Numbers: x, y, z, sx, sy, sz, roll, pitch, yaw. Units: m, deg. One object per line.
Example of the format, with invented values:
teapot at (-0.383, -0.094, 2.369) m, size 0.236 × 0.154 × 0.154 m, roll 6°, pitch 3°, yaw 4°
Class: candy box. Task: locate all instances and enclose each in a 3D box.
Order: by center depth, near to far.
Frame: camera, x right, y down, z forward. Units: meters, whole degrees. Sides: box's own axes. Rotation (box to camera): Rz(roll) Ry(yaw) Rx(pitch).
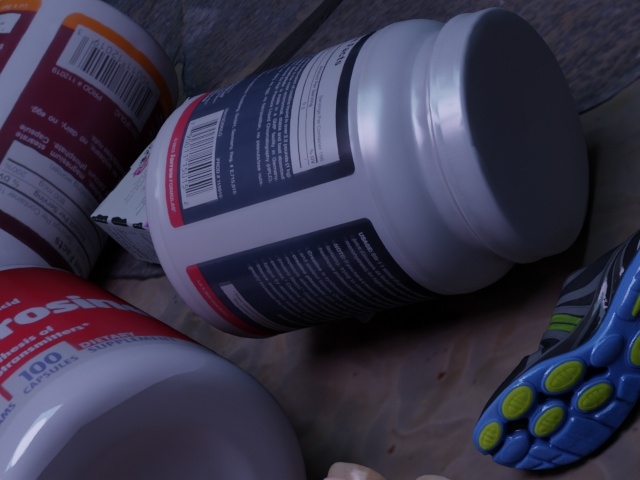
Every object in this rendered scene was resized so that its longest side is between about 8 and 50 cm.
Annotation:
candy box at (-0.095, -0.052, 1.286) m, size 0.159 × 0.071 × 0.233 m, roll -52°, pitch 27°, yaw -15°

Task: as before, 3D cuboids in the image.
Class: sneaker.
sneaker at (0.166, 0.063, 0.865) m, size 0.188 × 0.067 × 0.078 m, roll -50°, pitch 9°, yaw 1°

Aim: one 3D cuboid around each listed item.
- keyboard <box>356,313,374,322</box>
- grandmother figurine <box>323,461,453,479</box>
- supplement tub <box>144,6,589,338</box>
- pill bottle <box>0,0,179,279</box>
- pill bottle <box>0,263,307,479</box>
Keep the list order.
keyboard at (0.000, 0.000, 1.191) m, size 0.072 × 0.014 × 0.256 m, roll -47°, pitch 30°, yaw -7°
grandmother figurine at (-0.036, 0.277, 0.780) m, size 0.208 × 0.104 × 0.342 m, roll -10°, pitch 36°, yaw 49°
supplement tub at (0.030, -0.043, 1.008) m, size 0.272 × 0.191 × 0.191 m, roll -15°, pitch 44°, yaw 35°
pill bottle at (-0.316, -0.045, 1.439) m, size 0.224 × 0.224 × 0.392 m, roll -10°, pitch 47°, yaw 47°
pill bottle at (-0.200, 0.145, 1.068) m, size 0.229 × 0.229 × 0.407 m, roll -55°, pitch 31°, yaw -10°
